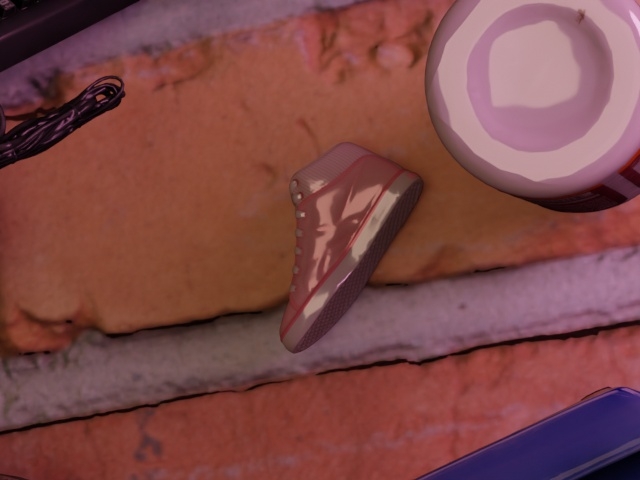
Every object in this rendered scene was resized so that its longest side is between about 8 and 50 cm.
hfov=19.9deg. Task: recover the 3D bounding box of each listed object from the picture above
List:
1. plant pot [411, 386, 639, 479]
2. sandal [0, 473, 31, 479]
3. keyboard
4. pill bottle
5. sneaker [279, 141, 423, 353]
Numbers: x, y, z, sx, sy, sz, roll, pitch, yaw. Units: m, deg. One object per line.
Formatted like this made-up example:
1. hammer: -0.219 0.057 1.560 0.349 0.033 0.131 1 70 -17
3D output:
1. plant pot: 0.144 0.213 0.993 0.236 0.236 0.212 -27 74 12
2. sandal: -0.203 0.172 1.151 0.086 0.120 0.303 -36 78 -3
3. keyboard: -0.220 -0.115 1.093 0.201 0.317 0.033 44 141 14
4. pill bottle: 0.138 -0.077 1.007 0.121 0.221 0.121 -1 88 16
5. sneaker: 0.000 0.000 1.132 0.070 0.051 0.134 34 93 16
